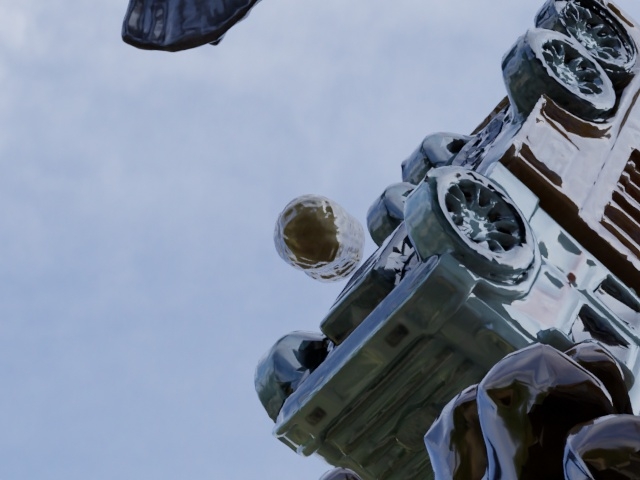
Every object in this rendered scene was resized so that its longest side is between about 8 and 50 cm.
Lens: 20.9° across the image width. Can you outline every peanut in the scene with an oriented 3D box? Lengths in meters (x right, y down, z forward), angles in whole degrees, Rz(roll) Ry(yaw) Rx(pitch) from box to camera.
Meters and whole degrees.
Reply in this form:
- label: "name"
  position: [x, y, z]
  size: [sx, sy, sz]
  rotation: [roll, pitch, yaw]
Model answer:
- label: "peanut"
  position: [0.000, 0.000, 1.100]
  size: [0.054, 0.054, 0.113]
  rotation: [-7, -14, 11]

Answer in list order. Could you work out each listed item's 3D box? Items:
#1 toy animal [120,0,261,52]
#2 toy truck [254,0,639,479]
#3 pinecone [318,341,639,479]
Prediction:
- label: "toy animal"
  position: [-0.108, -0.245, 1.024]
  size: [0.122, 0.185, 0.298]
  rotation: [-23, -98, -4]
- label: "toy truck"
  position: [0.104, 0.016, 0.782]
  size: [0.162, 0.305, 0.136]
  rotation: [40, -55, -2]
- label: "pinecone"
  position: [0.094, 0.140, 0.423]
  size: [0.264, 0.264, 0.264]
  rotation: [3, -51, 4]
